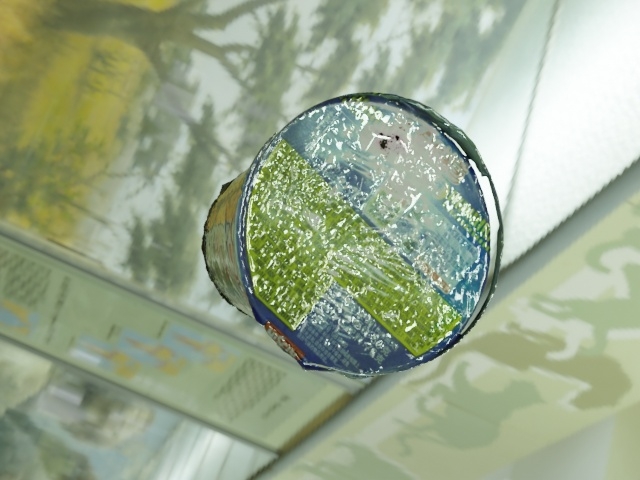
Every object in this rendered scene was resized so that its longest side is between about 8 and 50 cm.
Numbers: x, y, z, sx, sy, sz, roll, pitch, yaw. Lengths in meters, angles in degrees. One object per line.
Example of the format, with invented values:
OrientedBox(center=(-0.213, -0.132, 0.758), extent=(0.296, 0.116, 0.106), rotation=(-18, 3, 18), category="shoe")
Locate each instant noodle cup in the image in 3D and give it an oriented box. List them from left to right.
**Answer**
OrientedBox(center=(0.000, 0.000, 1.194), extent=(0.284, 0.284, 0.312), rotation=(-67, -162, -10), category="instant noodle cup")
